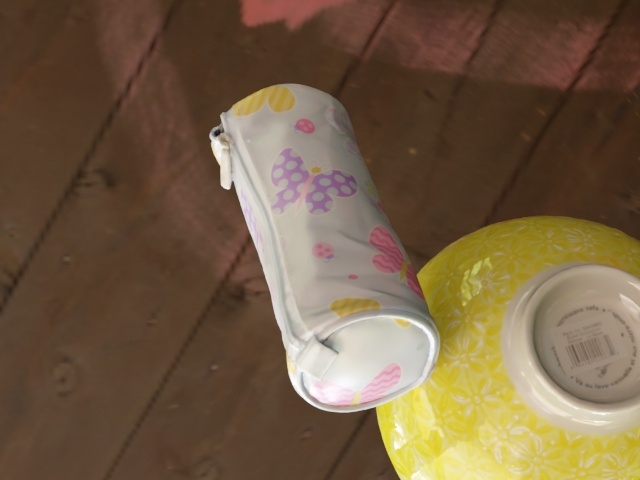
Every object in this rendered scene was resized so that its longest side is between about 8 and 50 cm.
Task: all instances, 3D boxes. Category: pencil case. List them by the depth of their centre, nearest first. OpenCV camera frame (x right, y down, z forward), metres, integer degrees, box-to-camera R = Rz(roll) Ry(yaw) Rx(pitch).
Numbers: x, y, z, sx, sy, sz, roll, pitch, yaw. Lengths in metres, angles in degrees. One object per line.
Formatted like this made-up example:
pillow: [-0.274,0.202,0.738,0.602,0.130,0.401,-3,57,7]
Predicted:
pencil case: [0.000,0.000,1.242,0.113,0.124,0.273,-42,-134,22]

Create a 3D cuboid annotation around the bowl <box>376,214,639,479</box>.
bowl: [0.192,0.097,1.241,0.289,0.156,0.289,2,-111,-6]
